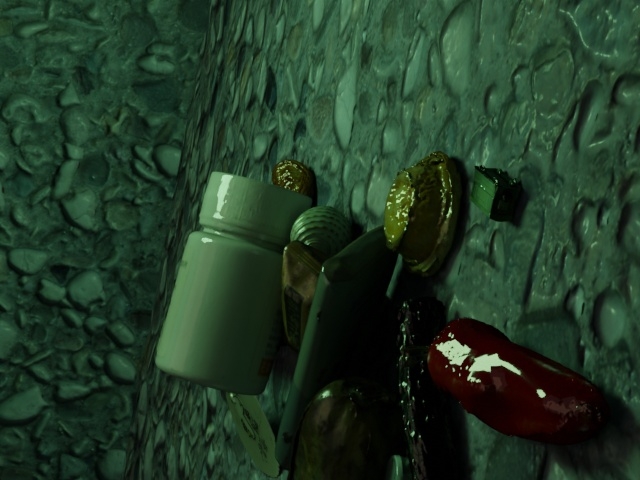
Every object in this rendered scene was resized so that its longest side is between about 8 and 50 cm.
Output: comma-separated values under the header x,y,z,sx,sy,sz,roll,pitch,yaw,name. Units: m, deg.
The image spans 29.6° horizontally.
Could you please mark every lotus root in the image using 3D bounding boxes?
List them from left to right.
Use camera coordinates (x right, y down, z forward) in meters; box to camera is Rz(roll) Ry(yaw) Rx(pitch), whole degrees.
x,y,z,sx,sy,sz,roll,pitch,yaw,name
0.039,0.328,1.769,0.160,0.152,0.275,28,113,29,lotus root

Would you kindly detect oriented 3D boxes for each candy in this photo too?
x,y,z,sx,sy,sz,roll,pitch,yaw,name
-0.010,0.127,2.037,0.143,0.101,0.271,40,147,25,candy

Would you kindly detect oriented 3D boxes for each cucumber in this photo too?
x,y,z,sx,sy,sz,roll,pitch,yaw,name
0.142,0.227,1.630,0.081,0.072,0.304,-38,46,50,cucumber

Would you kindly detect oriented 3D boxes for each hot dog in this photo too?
x,y,z,sx,sy,sz,roll,pitch,yaw,name
-0.052,-0.094,2.420,0.147,0.065,0.099,-114,34,-40,hot dog

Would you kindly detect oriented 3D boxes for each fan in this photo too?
x,y,z,sx,sy,sz,roll,pitch,yaw,name
-0.184,0.307,2.465,0.415,0.012,0.233,55,152,31,fan

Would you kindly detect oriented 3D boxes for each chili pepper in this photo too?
x,y,z,sx,sy,sz,roll,pitch,yaw,name
0.210,0.161,1.400,0.387,0.110,0.110,-156,75,-67,chili pepper

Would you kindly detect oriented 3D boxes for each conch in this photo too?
x,y,z,sx,sy,sz,roll,pitch,yaw,name
0.004,0.004,2.123,0.153,0.102,0.135,-23,-38,-58,conch

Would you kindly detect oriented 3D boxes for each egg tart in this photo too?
x,y,z,sx,sy,sz,roll,pitch,yaw,name
0.142,-0.042,1.758,0.191,0.074,0.191,-170,90,-74,egg tart

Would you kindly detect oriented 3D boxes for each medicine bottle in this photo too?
x,y,z,sx,sy,sz,roll,pitch,yaw,name
-0.153,0.076,2.182,0.211,0.211,0.372,-174,99,-73,medicine bottle

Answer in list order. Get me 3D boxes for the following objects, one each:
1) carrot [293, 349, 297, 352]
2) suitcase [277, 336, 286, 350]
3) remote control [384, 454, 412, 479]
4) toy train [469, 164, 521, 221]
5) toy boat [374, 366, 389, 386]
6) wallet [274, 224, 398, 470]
x,y,z,sx,sy,sz,roll,pitch,yaw,name
0.001,0.124,2.151,0.225,0.067,0.067,119,153,-50,carrot
-0.135,0.094,2.436,0.297,0.161,0.236,-178,95,-75,suitcase
0.101,0.410,1.682,0.104,0.052,0.247,-96,14,-64,remote control
0.223,-0.062,1.559,0.093,0.038,0.056,-124,42,-65,toy train
0.081,0.233,1.890,0.038,0.038,0.083,-107,30,-53,toy boat
0.027,0.153,1.858,0.252,0.083,0.360,-41,-30,-57,wallet
